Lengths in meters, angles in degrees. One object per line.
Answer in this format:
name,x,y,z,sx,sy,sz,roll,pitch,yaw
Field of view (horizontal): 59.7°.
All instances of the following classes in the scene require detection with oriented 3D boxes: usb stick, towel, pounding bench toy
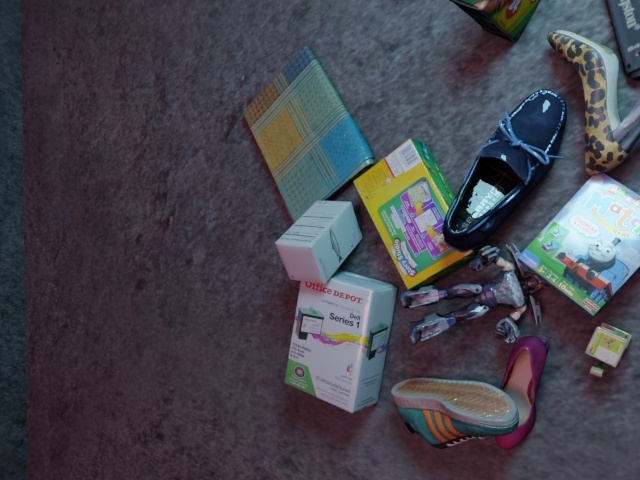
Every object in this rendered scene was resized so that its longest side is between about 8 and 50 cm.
usb stick,0.537,-0.418,0.964,0.077,0.045,0.278,-17,81,39
towel,-0.040,-0.261,1.394,0.271,0.040,0.370,-38,67,29
pounding bench toy,0.501,0.195,0.979,0.052,0.065,0.083,26,105,32

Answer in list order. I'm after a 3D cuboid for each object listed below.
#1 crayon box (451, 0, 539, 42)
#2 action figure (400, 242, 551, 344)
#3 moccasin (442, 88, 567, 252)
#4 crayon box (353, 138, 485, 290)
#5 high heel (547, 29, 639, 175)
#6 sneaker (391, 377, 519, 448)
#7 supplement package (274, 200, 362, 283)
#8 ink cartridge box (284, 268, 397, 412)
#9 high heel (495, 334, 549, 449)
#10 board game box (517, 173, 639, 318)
crayon box,0.371,-0.541,0.989,0.081,0.202,0.319,37,112,30
action figure,0.304,0.114,1.071,0.285,0.099,0.185,-19,81,16
moccasin,0.346,-0.127,1.019,0.137,0.117,0.342,29,91,22
crayon box,0.205,-0.054,1.185,0.165,0.081,0.278,-35,71,31
high heel,0.457,-0.248,0.988,0.261,0.093,0.186,54,132,36
sneaker,0.272,0.353,1.108,0.302,0.108,0.121,-8,105,57
supplement package,0.000,0.000,1.260,0.105,0.179,0.105,5,129,36
ink cartridge box,0.044,0.218,1.281,0.201,0.117,0.278,13,97,35
high heel,0.367,0.293,1.045,0.082,0.117,0.244,28,106,33
board game box,0.479,0.004,0.972,0.211,0.039,0.160,-48,62,3
